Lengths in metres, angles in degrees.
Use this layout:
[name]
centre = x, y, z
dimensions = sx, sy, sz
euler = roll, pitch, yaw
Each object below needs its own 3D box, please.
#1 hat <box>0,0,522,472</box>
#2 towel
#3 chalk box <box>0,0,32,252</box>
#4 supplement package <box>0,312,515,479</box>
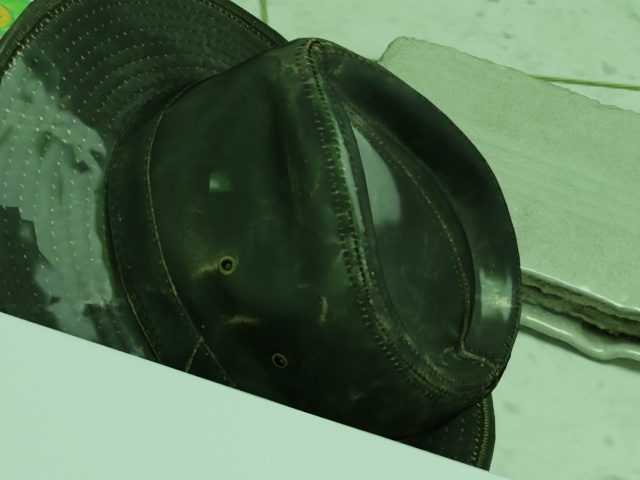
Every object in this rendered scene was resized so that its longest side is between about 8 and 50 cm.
[hat]
centre = 0.000, 0.000, 0.781
dimensions = 0.331, 0.134, 0.331
euler = 21, 55, -34
[towel]
centre = 0.144, -0.021, 1.006
dimensions = 0.282, 0.049, 0.187
euler = 20, 42, 6
[chalk box]
centre = -0.167, -0.038, 0.871
dimensions = 0.132, 0.132, 0.213
euler = 25, 45, 11
[supplement package]
centre = -0.073, 0.199, 0.559
dimensions = 0.199, 0.263, 0.198
euler = 18, 43, 2
